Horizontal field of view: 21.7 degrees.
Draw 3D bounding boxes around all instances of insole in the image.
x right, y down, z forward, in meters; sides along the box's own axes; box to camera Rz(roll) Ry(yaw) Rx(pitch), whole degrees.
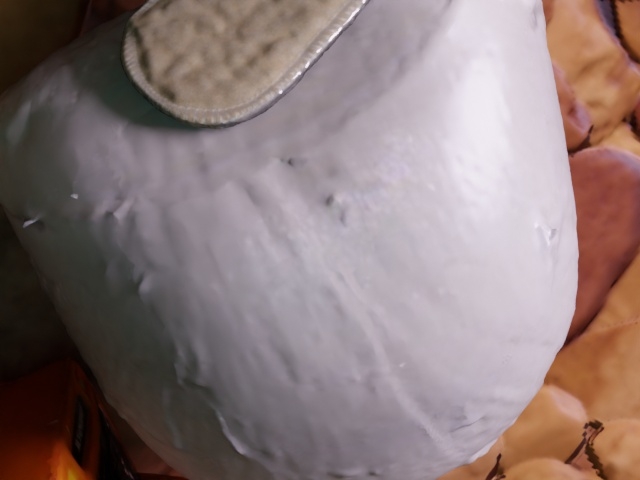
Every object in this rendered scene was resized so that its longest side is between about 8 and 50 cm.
[{"bbox_3d":[0.029,-0.131,0.548,0.248,0.081,0.011,-47,152,-13],"label":"insole"}]

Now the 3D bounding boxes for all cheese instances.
[{"bbox_3d":[0.000,0.000,0.585,0.198,0.154,0.189,-19,117,3],"label":"cheese"}]

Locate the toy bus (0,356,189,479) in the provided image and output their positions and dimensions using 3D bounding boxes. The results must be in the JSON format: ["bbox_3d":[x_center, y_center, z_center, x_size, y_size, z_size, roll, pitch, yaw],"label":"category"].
[{"bbox_3d":[-0.164,0.139,0.628,0.329,0.143,0.153,-8,112,-1],"label":"toy bus"}]
